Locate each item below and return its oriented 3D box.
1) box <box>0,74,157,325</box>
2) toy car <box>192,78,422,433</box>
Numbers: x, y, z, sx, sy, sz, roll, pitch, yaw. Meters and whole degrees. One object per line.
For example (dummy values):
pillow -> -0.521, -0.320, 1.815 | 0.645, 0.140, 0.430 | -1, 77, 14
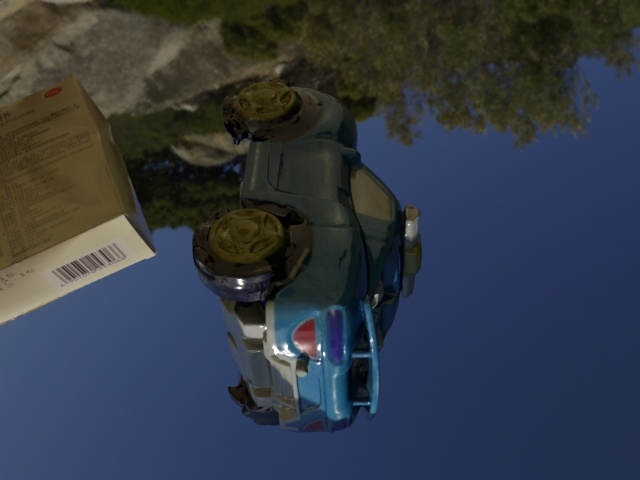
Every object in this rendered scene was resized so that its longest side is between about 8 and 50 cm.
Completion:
box -> -0.283, -0.029, 0.712 | 0.212, 0.095, 0.168 | -24, -113, -3
toy car -> 0.000, 0.000, 0.643 | 0.166, 0.198, 0.314 | 0, -137, 3
